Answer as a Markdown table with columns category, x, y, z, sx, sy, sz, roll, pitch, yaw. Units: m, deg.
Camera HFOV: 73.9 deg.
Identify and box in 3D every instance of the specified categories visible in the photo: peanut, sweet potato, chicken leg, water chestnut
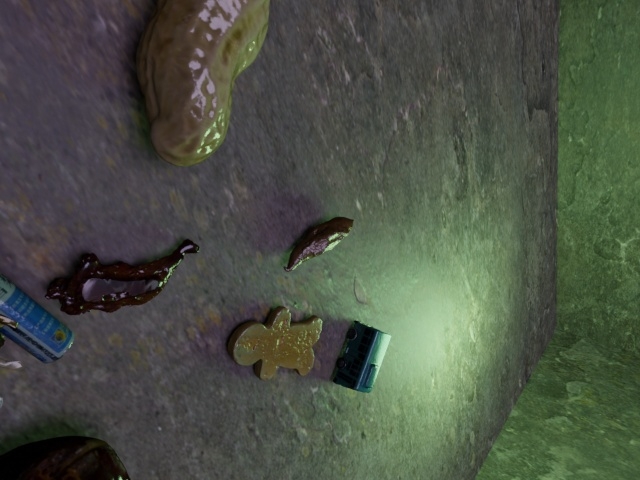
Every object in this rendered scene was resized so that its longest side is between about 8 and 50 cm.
| category | x | y | z | sx | sy | sz | roll | pitch | yaw |
| --- | --- | --- | --- | --- | --- | --- | --- | --- | --- |
| peanut | -0.158 | -0.260 | 0.582 | 0.153 | 0.140 | 0.326 | 12 | 94 | -64 |
| sweet potato | 0.000 | 0.000 | 0.870 | 0.205 | 0.068 | 0.060 | -37 | 101 | -27 |
| chicken leg | -0.272 | 0.054 | 0.613 | 0.219 | 0.048 | 0.090 | -11 | 112 | -44 |
| water chestnut | -0.351 | 0.364 | 0.530 | 0.223 | 0.238 | 0.224 | -18 | 90 | -76 |

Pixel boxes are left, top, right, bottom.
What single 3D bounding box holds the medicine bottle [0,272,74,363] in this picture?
| category | x | y | z | sx | sy | sz | roll | pitch | yaw |
| --- | --- | --- | --- | --- | --- | --- | --- | --- | --- |
| medicine bottle | -0.380 | 0.075 | 0.506 | 0.051 | 0.051 | 0.191 | -47 | 130 | -26 |

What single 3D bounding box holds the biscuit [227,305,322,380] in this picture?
| category | x | y | z | sx | sy | sz | roll | pitch | yaw |
| --- | --- | --- | --- | --- | --- | --- | --- | --- | --- |
| biscuit | -0.087 | 0.208 | 0.861 | 0.234 | 0.030 | 0.153 | 13 | 91 | -47 |

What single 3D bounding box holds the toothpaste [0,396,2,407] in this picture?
| category | x | y | z | sx | sy | sz | roll | pitch | yaw |
| --- | --- | --- | --- | --- | --- | --- | --- | --- | --- |
| toothpaste | -0.490 | 0.311 | 0.454 | 0.100 | 0.066 | 0.323 | 41 | 67 | -39 |

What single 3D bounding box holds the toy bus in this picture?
| category | x | y | z | sx | sy | sz | roll | pitch | yaw |
| --- | --- | --- | --- | --- | --- | --- | --- | --- | --- |
| toy bus | 0.102 | 0.288 | 1.035 | 0.079 | 0.091 | 0.160 | 29 | 80 | -45 |

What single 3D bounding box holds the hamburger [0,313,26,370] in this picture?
| category | x | y | z | sx | sy | sz | roll | pitch | yaw |
| --- | --- | --- | --- | --- | --- | --- | --- | --- | --- |
| hamburger | -0.404 | 0.099 | 0.362 | 0.261 | 0.243 | 0.139 | 15 | 67 | -44 |
